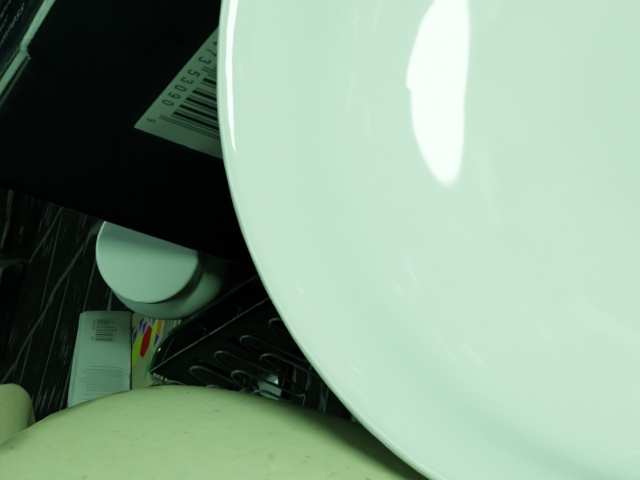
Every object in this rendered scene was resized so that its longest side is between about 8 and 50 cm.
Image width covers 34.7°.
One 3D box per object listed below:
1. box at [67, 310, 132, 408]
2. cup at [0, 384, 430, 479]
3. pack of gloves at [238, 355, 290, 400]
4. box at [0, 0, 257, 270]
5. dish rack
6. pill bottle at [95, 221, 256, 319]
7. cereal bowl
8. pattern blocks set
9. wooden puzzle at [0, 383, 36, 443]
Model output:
[{"bbox_3d":[-0.206,0.256,0.962,0.232,0.058,0.322,-119,31,-70],"label":"box"},{"bbox_3d":[0.029,0.213,0.315,0.237,0.331,0.331,-6,66,40],"label":"cup"},{"bbox_3d":[-0.116,0.217,0.904,0.232,0.046,0.195,-43,26,49],"label":"pack of gloves"},{"bbox_3d":[-0.009,-0.295,0.715,0.480,0.297,0.472,-34,44,51],"label":"box"},{"bbox_3d":[-0.074,0.163,0.776,0.208,0.074,0.272,-34,33,42],"label":"dish rack"},{"bbox_3d":[-0.130,0.014,0.933,0.208,0.117,0.118,21,-94,-83],"label":"pill bottle"},{"bbox_3d":[0.138,-0.071,0.337,0.339,0.141,0.339,-6,79,30],"label":"cereal bowl"},{"bbox_3d":[-0.207,0.135,1.253,0.325,0.026,0.286,-27,49,61],"label":"pattern blocks set"},{"bbox_3d":[-0.293,0.376,1.093,0.322,0.080,0.348,-98,4,-48],"label":"wooden puzzle"}]
